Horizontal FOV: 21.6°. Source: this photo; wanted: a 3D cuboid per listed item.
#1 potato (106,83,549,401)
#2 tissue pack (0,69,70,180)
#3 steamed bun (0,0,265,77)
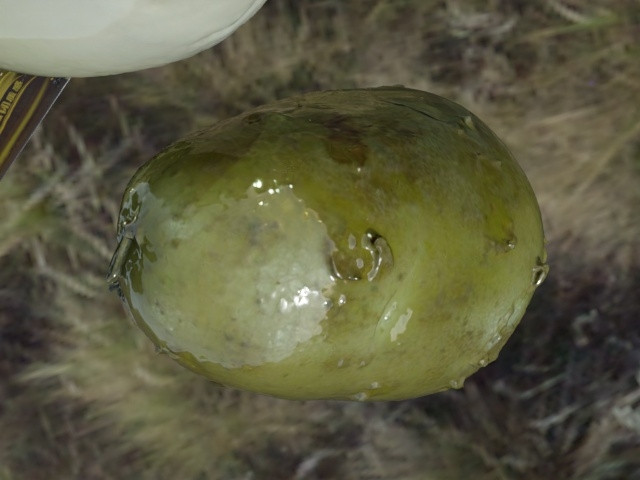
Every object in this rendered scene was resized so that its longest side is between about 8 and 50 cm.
[{"bbox_3d":[0.012,0.008,1.205,0.269,0.359,0.219,23,109,23],"label":"potato"},{"bbox_3d":[-0.398,-0.172,1.677,0.198,0.210,0.370,41,103,23],"label":"tissue pack"},{"bbox_3d":[-0.155,-0.272,1.034,0.312,0.233,0.334,-3,86,36],"label":"steamed bun"}]
